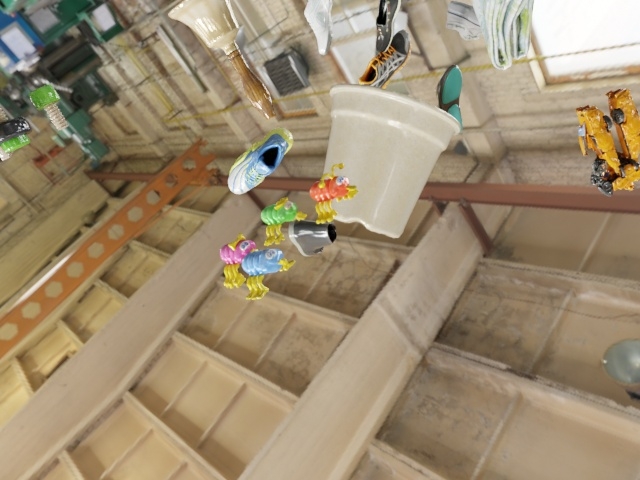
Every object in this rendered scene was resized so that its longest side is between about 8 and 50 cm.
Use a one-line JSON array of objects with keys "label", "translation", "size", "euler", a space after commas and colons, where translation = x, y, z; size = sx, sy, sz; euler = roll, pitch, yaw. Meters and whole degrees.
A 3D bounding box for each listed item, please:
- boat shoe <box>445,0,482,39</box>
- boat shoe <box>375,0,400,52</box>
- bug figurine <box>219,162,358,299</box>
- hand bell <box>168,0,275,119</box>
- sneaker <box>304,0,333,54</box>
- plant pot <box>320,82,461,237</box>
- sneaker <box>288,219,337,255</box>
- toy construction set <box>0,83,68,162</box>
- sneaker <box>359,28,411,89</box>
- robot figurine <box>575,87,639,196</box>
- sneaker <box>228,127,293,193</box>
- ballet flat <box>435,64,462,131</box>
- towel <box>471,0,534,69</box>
[{"label": "boat shoe", "translation": [0.380, -0.532, 1.352], "size": [0.083, 0.076, 0.226], "euler": [1, -148, -13]}, {"label": "boat shoe", "translation": [0.142, -0.486, 1.226], "size": [0.042, 0.133, 0.049], "euler": [-14, -128, -23]}, {"label": "bug figurine", "translation": [-0.066, -0.018, 0.898], "size": [0.216, 0.072, 0.279], "euler": [-14, -152, 49]}, {"label": "hand bell", "translation": [-0.149, -0.328, 0.984], "size": [0.126, 0.242, 0.126], "euler": [-29, -159, 12]}, {"label": "sneaker", "translation": [-0.004, -0.501, 1.245], "size": [0.061, 0.152, 0.054], "euler": [0, -169, 9]}, {"label": "plant pot", "translation": [0.137, -0.179, 1.353], "size": [0.334, 0.334, 0.305], "euler": [22, -85, 56]}, {"label": "sneaker", "translation": [0.000, 0.000, 1.549], "size": [0.118, 0.222, 0.083], "euler": [4, -102, 19]}, {"label": "toy construction set", "translation": [-0.571, -0.180, 0.732], "size": [0.309, 0.237, 0.257], "euler": [-15, -160, 34]}, {"label": "sneaker", "translation": [0.197, -0.544, 1.670], "size": [0.084, 0.083, 0.215], "euler": [51, -59, 33]}, {"label": "robot figurine", "translation": [0.854, -0.276, 1.586], "size": [0.211, 0.291, 0.085], "euler": [-26, -161, 0]}, {"label": "sneaker", "translation": [-0.173, -0.199, 1.447], "size": [0.240, 0.091, 0.126], "euler": [-45, -166, 24]}, {"label": "ballet flat", "translation": [0.329, -0.368, 1.427], "size": [0.074, 0.203, 0.074], "euler": [-9, -137, 9]}, {"label": "towel", "translation": [0.299, -0.536, 0.994], "size": [0.090, 0.374, 0.320], "euler": [-16, 169, 14]}]
